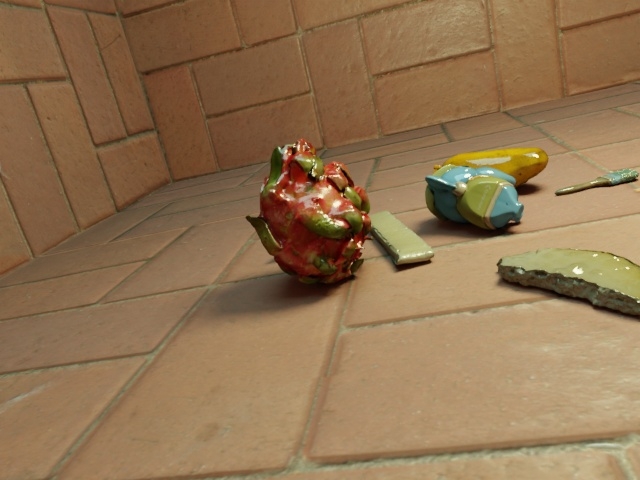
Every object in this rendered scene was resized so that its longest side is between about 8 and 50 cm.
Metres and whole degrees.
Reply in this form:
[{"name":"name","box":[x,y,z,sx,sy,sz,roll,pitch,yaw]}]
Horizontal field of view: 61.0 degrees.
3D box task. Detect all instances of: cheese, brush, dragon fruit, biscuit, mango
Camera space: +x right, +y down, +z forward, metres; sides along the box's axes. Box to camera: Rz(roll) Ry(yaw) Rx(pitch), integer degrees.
[{"name":"cheese","box":[0.174,-0.014,1.291,0.085,0.034,0.400,-15,17,-2]},{"name":"brush","box":[0.669,-0.141,1.327,0.197,0.021,0.070,-14,14,2]},{"name":"dragon fruit","box":[-0.016,-0.056,1.130,0.237,0.302,0.231,-17,-10,8]},{"name":"biscuit","box":[0.416,0.047,0.876,0.141,0.038,0.290,-21,18,-24]},{"name":"mango","box":[0.467,-0.184,1.473,0.295,0.120,0.177,1,14,36]}]

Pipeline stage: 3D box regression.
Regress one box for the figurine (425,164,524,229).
[{"name":"figurine","box":[0.361,-0.096,1.263,0.180,0.153,0.262,-17,31,-42]}]
